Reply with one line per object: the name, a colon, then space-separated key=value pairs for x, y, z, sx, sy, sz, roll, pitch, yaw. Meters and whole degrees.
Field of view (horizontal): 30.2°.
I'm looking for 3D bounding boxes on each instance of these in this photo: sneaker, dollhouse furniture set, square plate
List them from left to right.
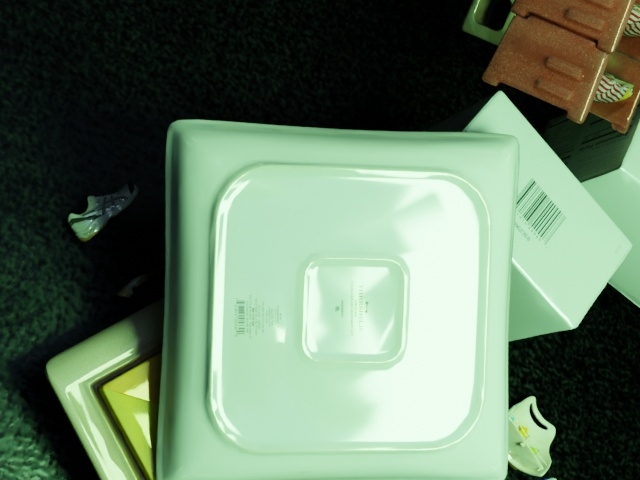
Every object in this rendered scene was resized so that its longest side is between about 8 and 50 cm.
sneaker: x=-0.220 y=-0.037 z=1.200 sx=0.037 sy=0.032 sz=0.083 roll=50 pitch=60 yaw=-10
square plate: x=0.025 y=0.066 z=1.107 sx=0.344 sy=0.049 sz=0.347 roll=2 pitch=91 yaw=-14
dollhouse furniture set: x=0.182 y=-0.264 z=1.300 sx=0.201 sy=0.374 sz=0.152 roll=-2 pitch=118 yaw=-60

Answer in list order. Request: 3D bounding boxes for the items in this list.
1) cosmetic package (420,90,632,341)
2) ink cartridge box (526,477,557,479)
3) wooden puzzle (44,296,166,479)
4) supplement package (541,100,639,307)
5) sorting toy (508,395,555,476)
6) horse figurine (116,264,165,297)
cosmetic package: x=0.169 y=-0.011 z=1.293 sx=0.224 sy=0.225 sz=0.138 roll=48 pitch=61 yaw=-11
ink cartridge box: x=0.138 y=0.402 z=1.199 sx=0.395 sy=0.151 sz=0.270 roll=-6 pitch=81 yaw=-39
wooden puzzle: x=-0.115 y=0.170 z=1.137 sx=0.221 sy=0.044 sz=0.238 roll=-29 pitch=90 yaw=-27
supplement package: x=0.408 y=-0.043 z=1.442 sx=0.262 sy=0.204 sz=0.145 roll=35 pitch=65 yaw=-17
sorting toy: x=0.242 y=0.222 z=1.386 sx=0.075 sy=0.045 sz=0.083 roll=-37 pitch=96 yaw=-37
horse figurine: x=-0.080 y=0.069 z=1.233 sx=0.174 sy=0.066 sz=0.263 roll=-44 pitch=98 yaw=-23
